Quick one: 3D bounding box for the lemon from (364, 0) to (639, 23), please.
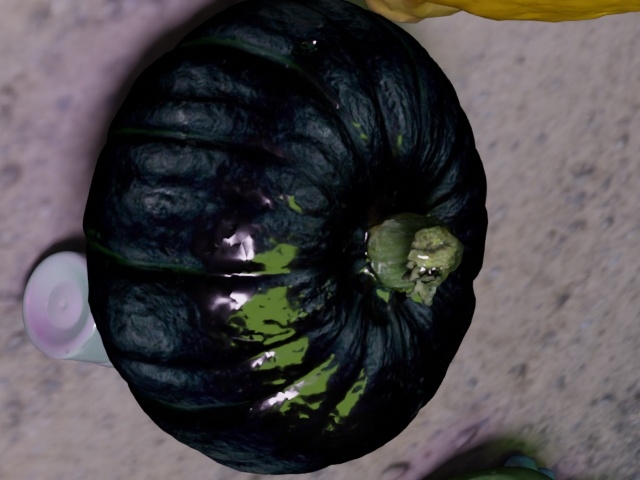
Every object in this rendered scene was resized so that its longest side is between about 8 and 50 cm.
[{"bbox_3d":[0.072,-0.201,0.439,0.293,0.293,0.293,-23,139,-21],"label":"lemon"}]

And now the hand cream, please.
[{"bbox_3d":[-0.062,0.038,0.745,0.174,0.047,0.076,11,118,-55],"label":"hand cream"}]

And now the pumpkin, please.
[{"bbox_3d":[-0.010,-0.002,0.655,0.194,0.150,0.194,18,90,-77],"label":"pumpkin"}]

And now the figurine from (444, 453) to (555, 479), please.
[{"bbox_3d":[0.117,0.229,1.020,0.185,0.127,0.234,-40,152,7],"label":"figurine"}]
